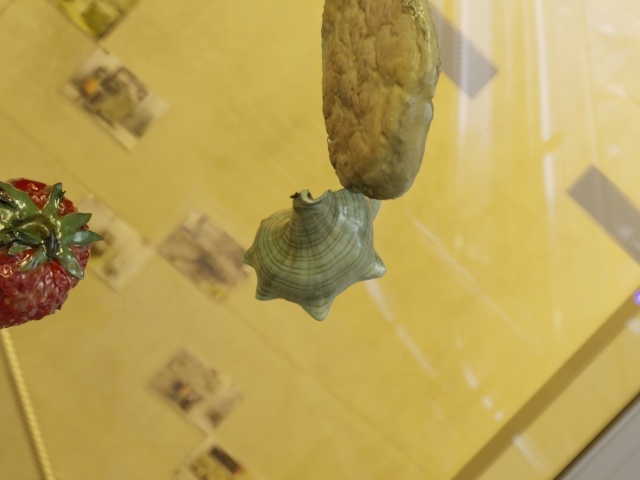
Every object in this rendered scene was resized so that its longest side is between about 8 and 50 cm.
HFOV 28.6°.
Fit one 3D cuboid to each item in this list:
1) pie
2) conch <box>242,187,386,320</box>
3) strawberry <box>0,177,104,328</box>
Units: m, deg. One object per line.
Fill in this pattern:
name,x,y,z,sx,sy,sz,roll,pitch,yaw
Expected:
pie,0.050,-0.145,1.090,0.052,0.218,0.185,-1,-10,-20
conch,0.008,0.009,1.197,0.114,0.137,0.234,63,-30,1
strawberry,-0.266,0.022,1.080,0.131,0.148,0.131,15,41,-14
